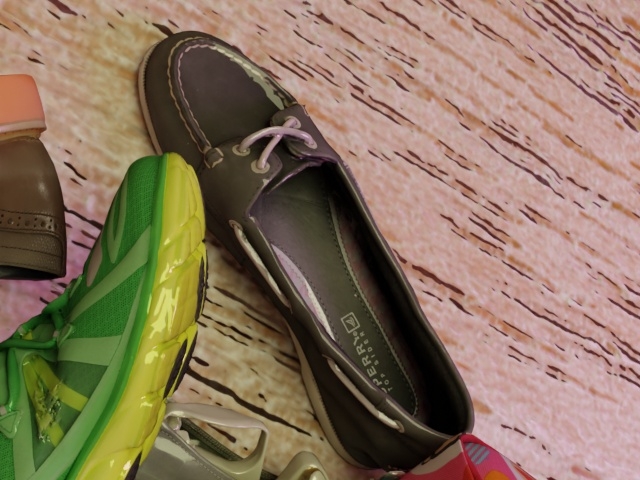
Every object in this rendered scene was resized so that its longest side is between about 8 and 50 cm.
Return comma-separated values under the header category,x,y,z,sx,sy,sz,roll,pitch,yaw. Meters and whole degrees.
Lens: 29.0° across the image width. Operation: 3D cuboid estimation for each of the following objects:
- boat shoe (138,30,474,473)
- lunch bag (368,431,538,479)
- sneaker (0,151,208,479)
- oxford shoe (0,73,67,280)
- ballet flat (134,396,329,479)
category,x,y,z,sx,sy,sz,roll,pitch,yaw
boat shoe,0.000,0.000,0.817,0.112,0.095,0.335,-33,96,-34
lunch bag,0.149,0.253,0.769,0.293,0.120,0.258,43,20,-31
sneaker,-0.144,0.081,0.664,0.123,0.109,0.295,22,82,2
oxford shoe,-0.286,0.015,0.614,0.363,0.130,0.133,-20,95,-35
ballet flat,-0.035,0.152,0.764,0.213,0.072,0.068,31,94,-21
